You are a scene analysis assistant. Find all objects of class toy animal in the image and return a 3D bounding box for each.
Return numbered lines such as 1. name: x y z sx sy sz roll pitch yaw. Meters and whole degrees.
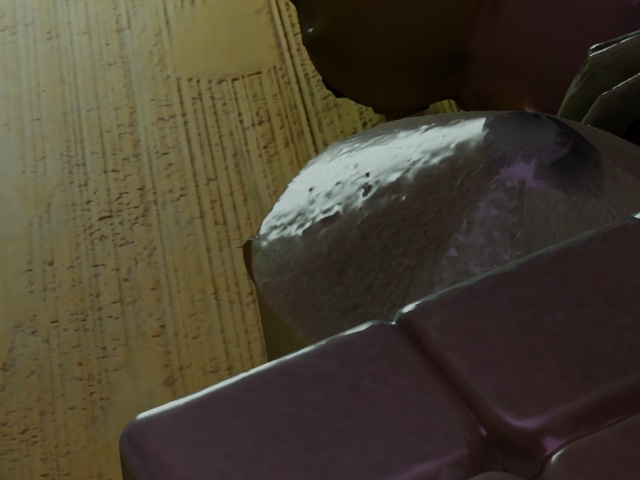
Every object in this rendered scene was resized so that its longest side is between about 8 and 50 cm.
1. toy animal: 0.102 -0.137 1.113 0.281 0.169 0.195 10 52 12

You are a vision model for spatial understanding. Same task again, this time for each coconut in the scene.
1. coconut: 0.090 0.046 0.851 0.239 0.244 0.239 -2 42 2

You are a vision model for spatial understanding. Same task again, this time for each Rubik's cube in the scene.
1. Rubik's cube: 0.142 0.206 0.612 0.316 0.321 0.319 -20 44 -21

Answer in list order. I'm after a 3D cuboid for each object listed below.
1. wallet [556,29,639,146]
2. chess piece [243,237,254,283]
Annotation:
1. wallet: 0.272 -0.071 0.972 0.335 0.275 0.068 -13 64 -2
2. chess piece: 0.000 0.000 1.066 0.092 0.035 0.035 -22 45 -27
